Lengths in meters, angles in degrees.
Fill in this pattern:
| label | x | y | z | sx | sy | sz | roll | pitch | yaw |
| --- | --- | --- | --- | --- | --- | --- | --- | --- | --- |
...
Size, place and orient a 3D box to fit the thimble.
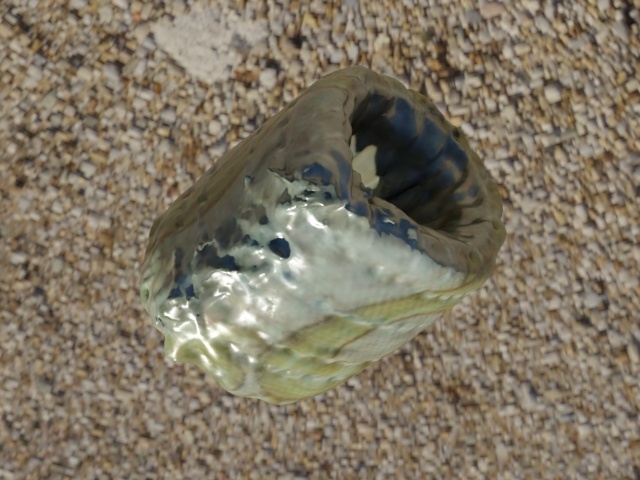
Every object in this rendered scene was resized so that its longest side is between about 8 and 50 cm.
| label | x | y | z | sx | sy | sz | roll | pitch | yaw |
| --- | --- | --- | --- | --- | --- | --- | --- | --- | --- |
| thimble | 0.000 | 0.000 | 0.662 | 0.143 | 0.190 | 0.137 | -37 | 82 | 25 |
